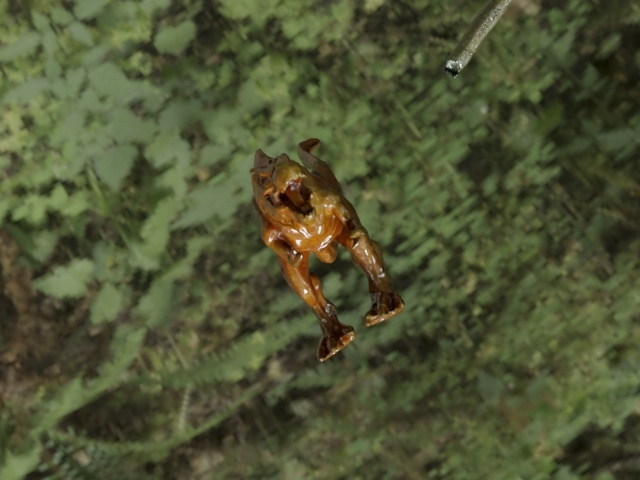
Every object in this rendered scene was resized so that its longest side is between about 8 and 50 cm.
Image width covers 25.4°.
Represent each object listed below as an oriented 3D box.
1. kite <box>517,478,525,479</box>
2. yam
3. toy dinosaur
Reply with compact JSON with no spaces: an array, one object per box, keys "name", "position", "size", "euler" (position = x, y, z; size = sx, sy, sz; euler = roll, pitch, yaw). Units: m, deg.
[{"name":"kite","position":[0.105,0.329,1.469],"size":[0.335,0.011,0.314],"euler":[-29,168,-39]},{"name":"yam","position":[0.186,-0.243,1.627],"size":[0.129,0.033,0.027],"euler":[-56,149,-6]},{"name":"toy dinosaur","position":[0.000,0.000,1.328],"size":[0.097,0.208,0.432],"euler":[-25,180,2]}]
